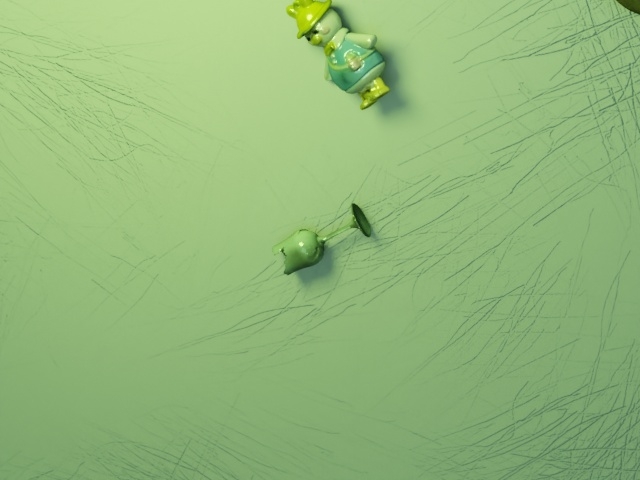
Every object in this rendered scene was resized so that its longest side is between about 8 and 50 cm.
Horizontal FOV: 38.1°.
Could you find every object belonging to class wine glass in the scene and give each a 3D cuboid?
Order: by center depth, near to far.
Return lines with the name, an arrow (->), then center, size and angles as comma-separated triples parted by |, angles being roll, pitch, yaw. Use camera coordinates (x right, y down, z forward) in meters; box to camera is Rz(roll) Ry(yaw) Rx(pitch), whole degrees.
wine glass -> 0.000, 0.000, 1.866 | 0.195, 0.079, 0.079 | -27, 103, 19

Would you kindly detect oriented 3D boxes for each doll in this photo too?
doll -> 0.035, -0.356, 1.713 | 0.099, 0.135, 0.241 | -45, 99, -6

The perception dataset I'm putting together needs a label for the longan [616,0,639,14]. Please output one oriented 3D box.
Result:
longan -> 0.554, -0.460, 1.540 | 0.187, 0.167, 0.168 | 32, 115, 21
